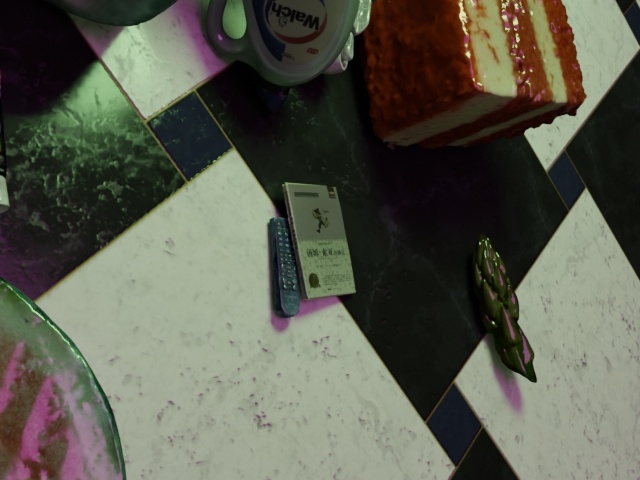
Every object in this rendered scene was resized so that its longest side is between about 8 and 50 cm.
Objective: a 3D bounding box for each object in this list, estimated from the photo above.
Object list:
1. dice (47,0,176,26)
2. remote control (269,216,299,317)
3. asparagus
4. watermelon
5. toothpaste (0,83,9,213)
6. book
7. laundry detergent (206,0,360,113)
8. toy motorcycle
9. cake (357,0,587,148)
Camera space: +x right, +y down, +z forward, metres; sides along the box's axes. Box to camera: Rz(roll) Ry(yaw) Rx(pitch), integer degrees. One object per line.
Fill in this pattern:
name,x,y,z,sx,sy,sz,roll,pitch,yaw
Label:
dice,-0.249,-0.494,0.943,0.330,0.348,0.328,42,56,-29
remote control,-0.055,0.041,1.153,0.043,0.027,0.153,7,72,-33
asparagus,0.329,0.127,1.410,0.080,0.080,0.287,-13,90,-40
watermelon,-0.344,0.213,0.770,0.258,0.228,0.387,-30,92,-30
toothpaste,-0.406,-0.127,0.906,0.071,0.045,0.194,-1,73,-39
book,0.000,0.000,1.201,0.127,0.014,0.182,-1,78,-50
laundry detergent,-0.061,-0.329,1.132,0.214,0.281,0.105,21,29,1
toy motorcycle,0.025,-0.396,1.270,0.112,0.112,0.254,24,63,-32
cake,0.256,-0.320,1.340,0.319,0.269,0.270,-6,82,-41
